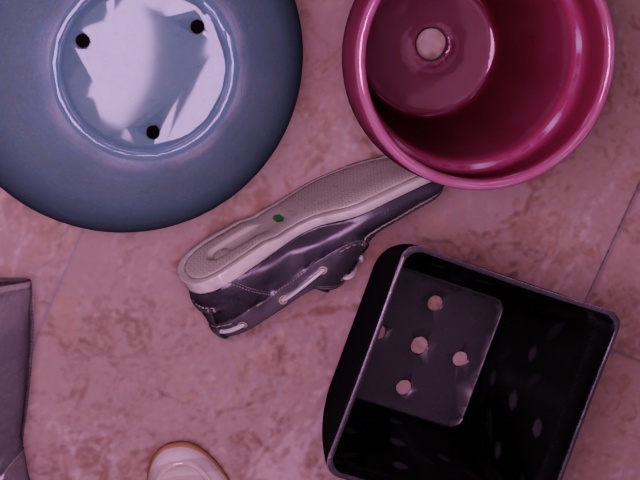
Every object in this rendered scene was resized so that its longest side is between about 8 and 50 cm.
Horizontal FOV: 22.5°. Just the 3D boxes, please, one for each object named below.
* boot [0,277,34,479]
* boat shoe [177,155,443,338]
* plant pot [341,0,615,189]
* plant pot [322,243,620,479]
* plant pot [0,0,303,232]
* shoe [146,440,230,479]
[{"bbox_3d":[-0.312,0.138,1.278,0.190,0.076,0.208,-10,109,-25],"label":"boot"},{"bbox_3d":[0.000,0.000,1.324,0.233,0.084,0.079,-28,118,-6],"label":"boat shoe"},{"bbox_3d":[0.104,-0.148,1.262,0.201,0.180,0.201,-2,100,-12],"label":"plant pot"},{"bbox_3d":[0.102,0.102,1.313,0.187,0.167,0.188,18,96,-15],"label":"plant pot"},{"bbox_3d":[-0.141,-0.137,1.204,0.290,0.195,0.290,-2,100,-12],"label":"plant pot"},{"bbox_3d":[-0.091,0.273,1.357,0.077,0.058,0.219,-18,103,-9],"label":"shoe"}]
